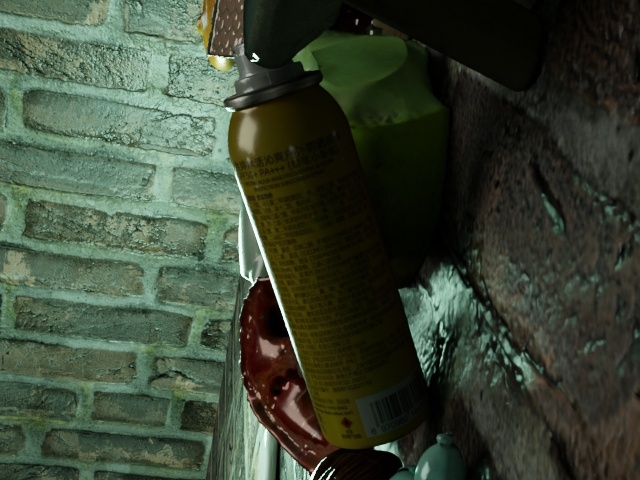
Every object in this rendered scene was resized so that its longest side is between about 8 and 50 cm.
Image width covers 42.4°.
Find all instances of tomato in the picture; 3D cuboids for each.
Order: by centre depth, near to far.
[{"bbox_3d":[0.005,0.135,0.897,0.228,0.101,0.228,26,123,51],"label":"tomato"}]

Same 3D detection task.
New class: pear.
[{"bbox_3d":[0.020,-0.065,0.879,0.282,0.176,0.287,-97,16,-50],"label":"pear"}]

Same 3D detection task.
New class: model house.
[{"bbox_3d":[-0.026,-0.280,1.114,0.326,0.244,0.169,-126,47,-75],"label":"model house"}]

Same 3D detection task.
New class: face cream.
[{"bbox_3d":[0.000,0.000,0.701,0.105,0.105,0.349,-123,14,-76],"label":"face cream"}]

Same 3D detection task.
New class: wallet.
[{"bbox_3d":[-0.103,0.455,1.591,0.095,0.033,0.190,106,168,-48],"label":"wallet"}]

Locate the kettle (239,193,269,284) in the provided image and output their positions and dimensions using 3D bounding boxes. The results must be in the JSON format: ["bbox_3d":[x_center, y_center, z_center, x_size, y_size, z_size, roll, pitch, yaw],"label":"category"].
[{"bbox_3d":[-0.034,-0.047,1.297,0.221,0.161,0.237,-19,-63,-70],"label":"kettle"}]

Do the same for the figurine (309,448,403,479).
[{"bbox_3d":[0.007,0.289,0.790,0.315,0.168,0.187,-56,42,49],"label":"figurine"}]

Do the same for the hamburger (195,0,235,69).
[{"bbox_3d":[-0.114,-0.514,1.714,0.396,0.277,0.396,-171,90,-81],"label":"hamburger"}]

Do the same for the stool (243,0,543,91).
[{"bbox_3d":[0.078,-0.285,0.550,0.310,0.226,0.311,124,153,-68],"label":"stool"}]

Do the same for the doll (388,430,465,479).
[{"bbox_3d":[0.083,0.224,0.593,0.158,0.059,0.159,-112,30,-71],"label":"doll"}]
